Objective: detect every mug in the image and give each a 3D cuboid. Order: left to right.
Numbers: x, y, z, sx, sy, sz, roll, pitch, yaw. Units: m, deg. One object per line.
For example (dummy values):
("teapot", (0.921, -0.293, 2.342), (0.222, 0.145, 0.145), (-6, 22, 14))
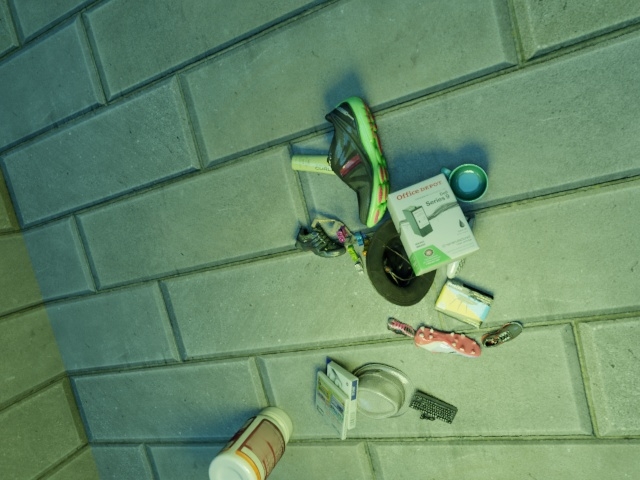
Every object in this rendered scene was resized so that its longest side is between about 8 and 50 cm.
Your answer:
("mug", (0.511, -0.214, 1.442), (0.129, 0.097, 0.158), (-30, 88, 24))

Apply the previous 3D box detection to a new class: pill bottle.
("pill bottle", (-0.286, 0.917, 1.803), (0.224, 0.392, 0.224), (4, 102, 21))

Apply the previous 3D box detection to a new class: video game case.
("video game case", (0.046, 0.682, 1.718), (0.212, 0.023, 0.194), (28, 119, 53))

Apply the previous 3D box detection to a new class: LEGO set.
("LEGO set", (0.152, 0.018, 1.616), (0.087, 0.093, 0.227), (-16, 123, 22))

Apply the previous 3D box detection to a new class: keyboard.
("keyboard", (0.447, 0.686, 1.659), (0.180, 0.023, 0.108), (22, 107, 4))

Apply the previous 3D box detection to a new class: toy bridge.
("toy bridge", (0.055, -0.051, 1.667), (0.188, 0.026, 0.063), (25, 68, 1))

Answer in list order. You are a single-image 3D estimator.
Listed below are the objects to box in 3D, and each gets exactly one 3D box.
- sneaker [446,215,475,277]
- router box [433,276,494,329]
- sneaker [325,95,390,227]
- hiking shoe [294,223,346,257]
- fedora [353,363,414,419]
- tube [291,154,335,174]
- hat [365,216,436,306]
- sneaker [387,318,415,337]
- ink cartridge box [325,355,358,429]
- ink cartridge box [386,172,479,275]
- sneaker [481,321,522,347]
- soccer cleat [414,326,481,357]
("sneaker", (0.492, 0.021, 1.510), (0.094, 0.090, 0.235), (17, 99, 26))
("router box", (0.535, 0.234, 1.546), (0.178, 0.046, 0.133), (23, 108, 15))
("sneaker", (0.134, -0.281, 1.542), (0.202, 0.185, 0.483), (-14, 84, 24))
("hiking shoe", (0.000, 0.000, 1.685), (0.226, 0.086, 0.114), (12, 107, 20))
("fedora", (0.239, 0.645, 1.695), (0.275, 0.124, 0.244), (12, 105, 19))
("tube", (0.005, -0.307, 1.643), (0.240, 0.062, 0.070), (7, 132, 14))
("hat", (0.282, 0.084, 1.546), (0.331, 0.331, 0.134), (63, 155, 0))
("sneaker", (0.322, 0.362, 1.660), (0.119, 0.047, 0.057), (26, 130, 16))
("ink cartridge box", (0.069, 0.635, 1.737), (0.224, 0.045, 0.224), (17, 110, 54))
("ink cartridge box", (0.376, -0.054, 1.420), (0.211, 0.121, 0.289), (-21, 74, 2))
("sneaker", (0.666, 0.356, 1.508), (0.158, 0.065, 0.061), (-37, 86, 23))
("soccer cleat", (0.486, 0.403, 1.590), (0.247, 0.083, 0.095), (13, 134, 13))
